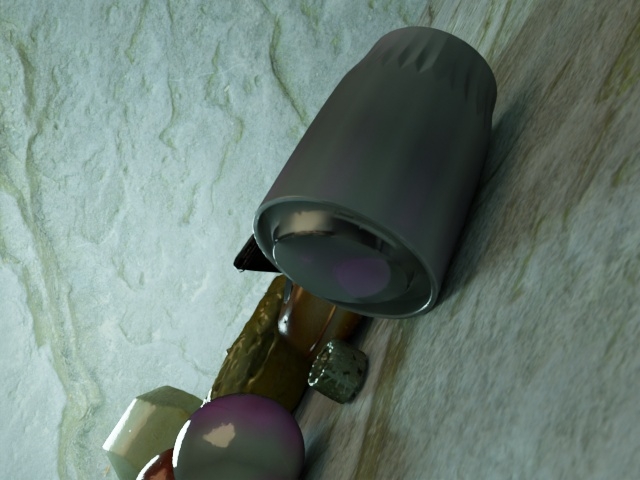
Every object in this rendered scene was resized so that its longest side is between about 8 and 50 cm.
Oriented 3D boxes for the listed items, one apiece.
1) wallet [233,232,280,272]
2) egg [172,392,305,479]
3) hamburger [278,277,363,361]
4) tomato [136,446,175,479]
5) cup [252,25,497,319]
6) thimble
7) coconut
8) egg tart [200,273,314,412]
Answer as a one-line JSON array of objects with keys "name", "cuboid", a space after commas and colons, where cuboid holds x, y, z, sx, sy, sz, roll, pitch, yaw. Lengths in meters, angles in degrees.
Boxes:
[{"name": "wallet", "cuboid": [0.000, 0.000, 1.394, 0.318, 0.045, 0.172, 7, -53, -49]}, {"name": "egg", "cuboid": [-0.120, 0.330, 1.143, 0.271, 0.196, 0.196, -19, 41, 57]}, {"name": "hamburger", "cuboid": [0.011, 0.098, 1.288, 0.237, 0.147, 0.237, -164, 90, -83]}, {"name": "tomato", "cuboid": [-0.240, 0.477, 1.351, 0.184, 0.208, 0.208, -43, 13, 20]}, {"name": "cup", "cuboid": [0.093, -0.093, 1.024, 0.372, 0.253, 0.253, -61, 6, -29]}, {"name": "thimble", "cuboid": [0.027, 0.193, 1.115, 0.084, 0.062, 0.110, -61, 7, -4]}, {"name": "coconut", "cuboid": [-0.402, 0.550, 1.955, 0.323, 0.323, 0.323, -60, 7, 12]}, {"name": "egg tart", "cuboid": [-0.114, 0.255, 1.505, 0.388, 0.169, 0.388, -61, 3, 5]}]
